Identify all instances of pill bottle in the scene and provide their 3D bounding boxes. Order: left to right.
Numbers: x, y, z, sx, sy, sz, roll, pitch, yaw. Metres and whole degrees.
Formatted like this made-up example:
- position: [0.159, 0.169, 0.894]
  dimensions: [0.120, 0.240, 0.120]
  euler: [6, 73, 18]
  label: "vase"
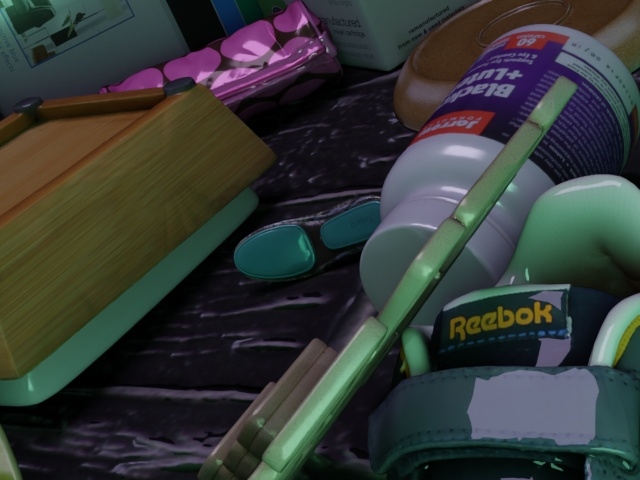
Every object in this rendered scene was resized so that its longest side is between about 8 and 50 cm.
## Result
- position: [0.098, -0.030, 0.688]
  dimensions: [0.108, 0.108, 0.193]
  euler: [-6, 31, 37]
  label: "pill bottle"

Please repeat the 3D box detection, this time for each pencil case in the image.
- position: [-0.082, -0.133, 1.087]
  dimensions: [0.209, 0.095, 0.098]
  euler: [-27, 6, -6]
  label: "pencil case"

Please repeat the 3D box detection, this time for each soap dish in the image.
- position: [-0.203, -0.009, 0.894]
  dimensions: [0.229, 0.118, 0.291]
  euler: [-1, 29, 36]
  label: "soap dish"

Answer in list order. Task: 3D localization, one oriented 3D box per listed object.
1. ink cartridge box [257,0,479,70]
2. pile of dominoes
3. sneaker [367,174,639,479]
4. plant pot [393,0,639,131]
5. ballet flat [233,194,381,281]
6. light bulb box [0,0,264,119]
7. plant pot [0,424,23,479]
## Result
- position: [-0.003, -0.312, 1.123]
  dimensions: [0.121, 0.289, 0.211]
  euler: [-35, 26, -19]
  label: "ink cartridge box"
- position: [-0.002, 0.052, 0.523]
  dimensions: [0.196, 0.040, 0.251]
  euler: [-48, -9, -36]
  label: "pile of dominoes"
- position: [0.070, 0.099, 0.447]
  dimensions: [0.126, 0.127, 0.321]
  euler: [-9, 31, 29]
  label: "sneaker"
- position: [0.161, -0.157, 0.971]
  dimensions: [0.236, 0.032, 0.236]
  euler: [-20, 26, 10]
  label: "plant pot"
- position: [0.000, 0.000, 0.819]
  dimensions: [0.114, 0.041, 0.041]
  euler: [-18, 26, 17]
  label: "ballet flat"
- position: [-0.233, -0.298, 1.394]
  dimensions: [0.361, 0.225, 0.358]
  euler: [-29, 24, -8]
  label: "light bulb box"
- position: [-0.340, 0.162, 0.599]
  dimensions: [0.293, 0.275, 0.275]
  euler: [-38, 23, 11]
  label: "plant pot"
